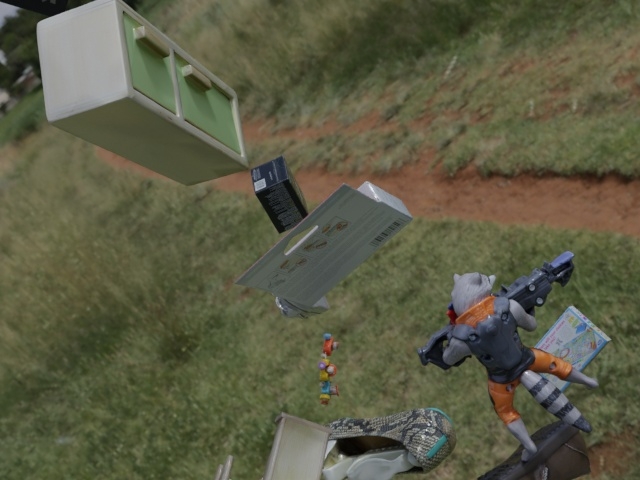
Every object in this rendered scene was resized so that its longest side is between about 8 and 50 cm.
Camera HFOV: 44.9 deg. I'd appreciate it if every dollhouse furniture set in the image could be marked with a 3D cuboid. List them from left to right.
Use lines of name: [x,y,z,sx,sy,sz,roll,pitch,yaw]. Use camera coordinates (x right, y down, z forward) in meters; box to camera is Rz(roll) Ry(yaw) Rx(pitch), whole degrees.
dollhouse furniture set: [-0.081,0.461,1.518,0.242,0.212,0.161,127,161,-54]

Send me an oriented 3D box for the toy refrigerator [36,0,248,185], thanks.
toy refrigerator: [-0.168,-0.142,0.809,0.094,0.102,0.269,-14,-13,16]

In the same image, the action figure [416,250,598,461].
action figure: [0.364,0.171,1.362,0.341,0.330,0.178,-42,6,0]

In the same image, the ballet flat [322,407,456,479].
ballet flat: [0.106,0.497,1.798,0.182,0.164,0.483,-40,8,-39]

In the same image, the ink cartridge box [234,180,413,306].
ink cartridge box: [0.000,0.000,1.398,0.275,0.239,0.060,-42,55,19]

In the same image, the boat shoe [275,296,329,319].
boat shoe: [-0.061,0.141,1.832,0.088,0.096,0.267,-33,-16,10]

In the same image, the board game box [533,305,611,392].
board game box: [0.514,0.228,1.616,0.026,0.103,0.154,-2,-48,-53]

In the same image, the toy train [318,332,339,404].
toy train: [0.027,0.321,1.913,0.046,0.166,0.125,1,16,10]

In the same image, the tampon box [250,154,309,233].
tampon box: [-0.110,-0.126,2.132,0.101,0.161,0.120,-23,40,6]

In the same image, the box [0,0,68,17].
box: [-0.479,-0.462,1.248,0.093,0.156,0.158,50,121,45]

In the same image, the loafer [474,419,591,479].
loafer: [0.371,0.463,1.405,0.366,0.130,0.134,-29,-11,-24]
